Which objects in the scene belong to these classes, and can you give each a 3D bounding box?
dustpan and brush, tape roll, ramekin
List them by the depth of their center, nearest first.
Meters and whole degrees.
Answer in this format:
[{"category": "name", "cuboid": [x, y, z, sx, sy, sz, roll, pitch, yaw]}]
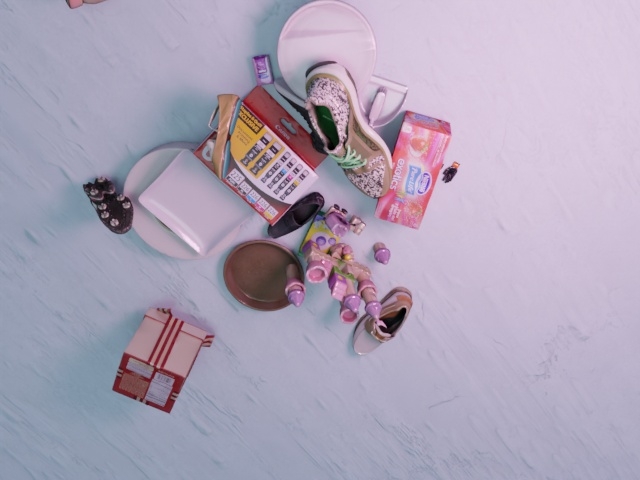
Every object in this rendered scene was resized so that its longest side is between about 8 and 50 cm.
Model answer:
[{"category": "ramekin", "cuboid": [0.021, -0.517, 1.623, 0.272, 0.127, 0.273, 2, 118, 5]}, {"category": "dustpan and brush", "cuboid": [0.154, -0.361, 1.727, 0.147, 0.060, 0.211, 17, 118, -4]}, {"category": "tape roll", "cuboid": [-0.429, -0.123, 1.898, 0.391, 0.072, 0.393, 2, 117, 4]}]

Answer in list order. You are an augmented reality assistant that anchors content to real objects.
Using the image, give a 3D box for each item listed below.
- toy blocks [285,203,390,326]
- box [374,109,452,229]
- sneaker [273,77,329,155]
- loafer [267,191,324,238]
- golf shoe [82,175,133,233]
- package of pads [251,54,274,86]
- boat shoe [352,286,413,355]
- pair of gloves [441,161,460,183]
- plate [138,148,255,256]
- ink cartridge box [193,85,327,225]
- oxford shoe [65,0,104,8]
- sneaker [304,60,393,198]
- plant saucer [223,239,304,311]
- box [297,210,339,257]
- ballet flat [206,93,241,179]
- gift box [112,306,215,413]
[{"category": "toy blocks", "cuboid": [0.077, 0.119, 1.835, 0.288, 0.260, 0.309, 27, 115, -24]}, {"category": "box", "cuboid": [0.268, -0.205, 1.742, 0.142, 0.154, 0.300, 17, 116, 3]}, {"category": "sneaker", "cuboid": [-0.024, -0.347, 1.729, 0.295, 0.105, 0.147, 31, 133, 2]}, {"category": "loafer", "cuboid": [-0.082, -0.073, 1.887, 0.223, 0.078, 0.076, -34, 109, 20]}, {"category": "golf shoe", "cuboid": [-0.642, -0.090, 1.856, 0.105, 0.273, 0.120, -26, 138, -21]}, {"category": "package of pads", "cuboid": [-0.164, -0.487, 1.708, 0.050, 0.032, 0.083, -8, 116, 6]}, {"category": "boat shoe", "cuboid": [0.203, 0.292, 2.034, 0.113, 0.103, 0.302, 29, 116, -9]}, {"category": "pair of gloves", "cuboid": [0.374, -0.215, 1.810, 0.083, 0.010, 0.074, 21, 116, -8]}, {"category": "plate", "cuboid": [-0.374, -0.115, 1.813, 0.278, 0.045, 0.277, 43, 124, -16]}, {"category": "ink cartridge box", "cuboid": [-0.163, -0.252, 1.739, 0.309, 0.130, 0.272, 42, 96, -16]}, {"category": "oxford shoe", "cuboid": [-0.642, -0.821, 1.550, 0.146, 0.140, 0.398, -17, 113, -21]}, {"category": "sneaker", "cuboid": [0.055, -0.254, 1.583, 0.157, 0.182, 0.410, -12, 125, 34]}, {"category": "plant saucer", "cuboid": [-0.190, 0.115, 2.016, 0.277, 0.041, 0.278, 2, 118, 4]}, {"category": "box", "cuboid": [0.000, 0.000, 1.938, 0.105, 0.043, 0.179, 22, 119, -7]}, {"category": "ballet flat", "cuboid": [-0.270, -0.283, 1.617, 0.073, 0.080, 0.233, 12, 92, 0]}, {"category": "gift box", "cuboid": [-0.536, 0.396, 2.067, 0.255, 0.258, 0.276, 28, 124, -9]}]
